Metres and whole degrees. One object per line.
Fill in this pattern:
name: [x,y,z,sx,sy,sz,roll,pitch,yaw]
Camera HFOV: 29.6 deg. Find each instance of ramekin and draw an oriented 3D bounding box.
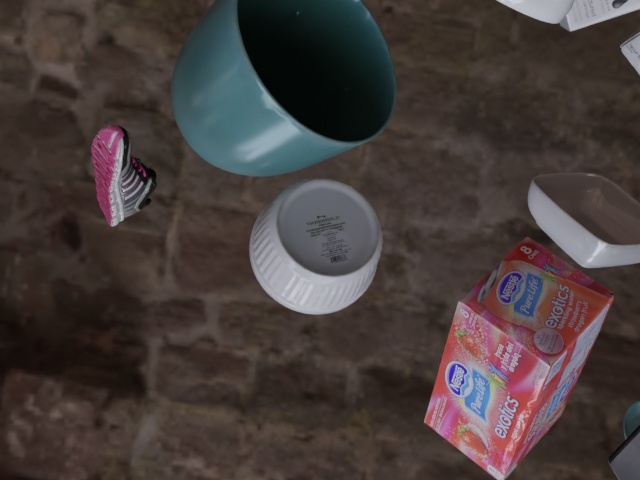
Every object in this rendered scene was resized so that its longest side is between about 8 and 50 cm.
ramekin: [0.000,0.000,1.868,0.207,0.207,0.109,9,155,-12]

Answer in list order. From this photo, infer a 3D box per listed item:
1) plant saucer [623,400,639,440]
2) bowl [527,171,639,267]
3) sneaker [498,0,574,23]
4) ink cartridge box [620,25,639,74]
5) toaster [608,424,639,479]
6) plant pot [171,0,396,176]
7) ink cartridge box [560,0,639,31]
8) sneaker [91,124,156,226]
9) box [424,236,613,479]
plant saucer: [0.480,0.286,1.731,0.119,0.119,0.021,9,143,-19]
bowl: [0.310,-0.019,1.370,0.142,0.053,0.142,-6,-140,-38]
sneaker: [0.077,-0.277,0.718,0.292,0.169,0.108,43,-156,4]
ink cartridge box: [0.595,-0.326,2.006,0.175,0.127,0.072,-43,-174,-37]
toaster: [0.406,0.204,1.175,0.168,0.186,0.110,12,-142,-28]
plant pot: [-0.076,-0.224,1.739,0.293,0.293,0.235,8,153,-41]
ink cartridge box: [0.417,-0.397,1.647,0.219,0.160,0.092,-18,-164,6]
sneaker: [-0.253,-0.093,1.586,0.074,0.170,0.063,-24,-124,-25]
box: [0.255,0.161,1.592,0.142,0.154,0.300,37,148,22]
